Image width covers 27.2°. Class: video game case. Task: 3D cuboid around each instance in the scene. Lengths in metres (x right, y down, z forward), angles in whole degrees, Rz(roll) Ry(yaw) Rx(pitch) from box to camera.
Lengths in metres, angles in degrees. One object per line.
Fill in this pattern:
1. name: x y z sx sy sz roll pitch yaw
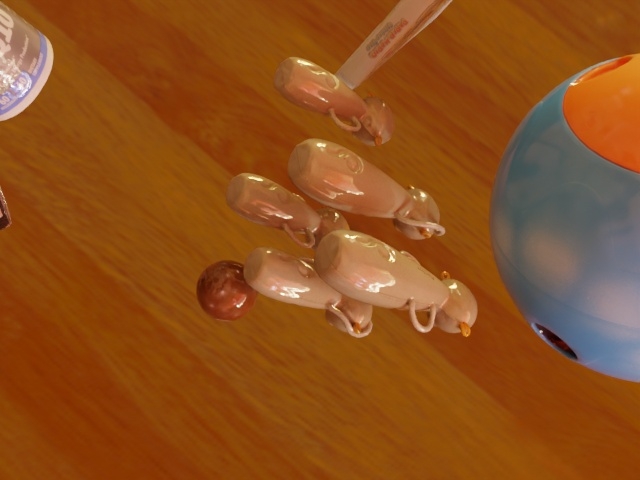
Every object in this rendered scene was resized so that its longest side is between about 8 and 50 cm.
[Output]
1. video game case: 0.123 -0.250 1.271 0.026 0.227 0.206 45 130 0

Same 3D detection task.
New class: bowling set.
1. bowling set: 0.000 0.000 1.148 0.200 0.154 0.287 -43 40 32

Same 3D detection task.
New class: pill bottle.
1. pill bottle: -0.264 -0.150 0.944 0.078 0.137 0.078 -18 55 28

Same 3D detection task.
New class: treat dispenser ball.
1. treat dispenser ball: 0.291 -0.020 1.147 0.288 0.288 0.288 -2 81 15

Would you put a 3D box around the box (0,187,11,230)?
1. box: -0.473 -0.005 1.188 0.307 0.076 0.242 -36 42 -28
